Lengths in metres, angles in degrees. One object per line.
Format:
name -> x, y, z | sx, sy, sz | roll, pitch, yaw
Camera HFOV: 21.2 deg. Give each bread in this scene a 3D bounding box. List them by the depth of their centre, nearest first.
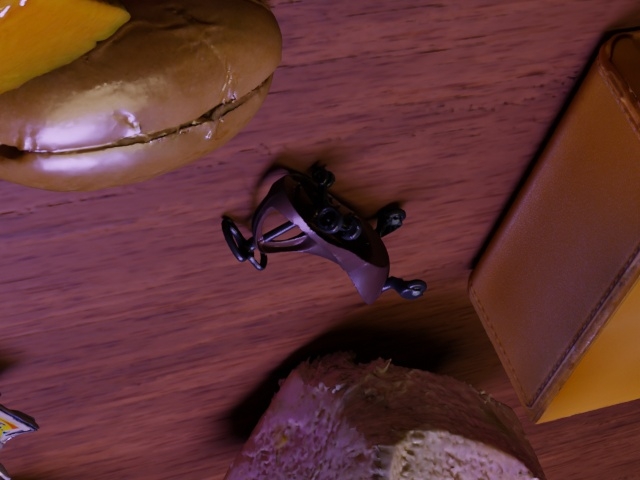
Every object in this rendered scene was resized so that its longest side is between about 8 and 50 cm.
bread -> -0.104, -0.075, 0.894 | 0.189, 0.077, 0.114 | -18, 155, -20

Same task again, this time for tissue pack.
tissue pack -> 0.243, -0.013, 1.206 | 0.194, 0.145, 0.274 | -12, 148, -28

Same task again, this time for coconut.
coconut -> 0.062, 0.208, 1.339 | 0.245, 0.233, 0.233 | 20, 128, -44

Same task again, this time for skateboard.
skateboard -> 0.000, 0.000, 1.127 | 0.080, 0.067, 0.151 | -27, 148, 22

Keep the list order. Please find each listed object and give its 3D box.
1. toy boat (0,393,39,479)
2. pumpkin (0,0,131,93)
toy boat -> -0.260, 0.102, 1.065 | 0.084, 0.066, 0.210 | -32, 150, 7
pumpkin -> -0.196, -0.121, 0.710 | 0.131, 0.126, 0.248 | -39, 169, 7
